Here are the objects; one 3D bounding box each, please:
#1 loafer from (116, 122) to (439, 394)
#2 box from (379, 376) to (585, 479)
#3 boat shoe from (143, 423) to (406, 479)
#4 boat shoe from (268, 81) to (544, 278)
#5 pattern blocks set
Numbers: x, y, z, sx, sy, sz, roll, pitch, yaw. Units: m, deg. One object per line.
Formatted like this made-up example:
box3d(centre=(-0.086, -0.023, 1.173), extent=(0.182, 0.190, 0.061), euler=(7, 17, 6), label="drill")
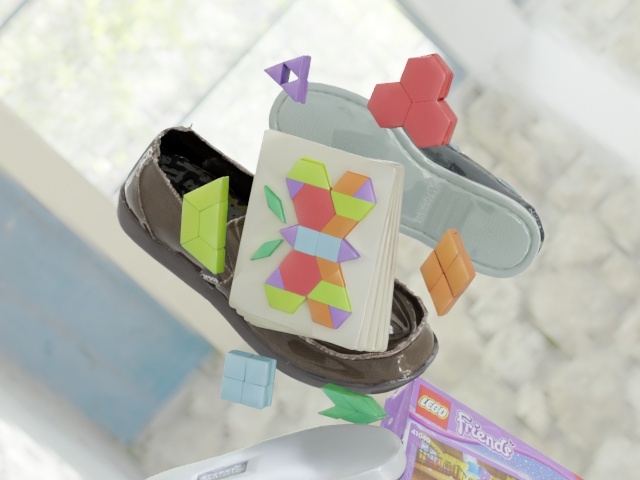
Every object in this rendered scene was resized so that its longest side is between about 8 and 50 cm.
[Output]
box3d(centre=(-0.048, 0.015, 1.862), extent=(0.366, 0.134, 0.130), euler=(31, -37, 17), label="loafer")
box3d(centre=(0.178, 0.287, 1.922), extent=(0.293, 0.057, 0.201), euler=(33, 42, -16), label="box")
box3d(centre=(-0.043, 0.233, 1.692), extent=(0.096, 0.268, 0.088), euler=(-77, 147, -63), label="boat shoe")
box3d(centre=(0.085, -0.062, 1.963), extent=(0.302, 0.114, 0.091), euler=(36, 14, 1), label="boat shoe")
box3d(centre=(0.000, 0.000, 1.714), extent=(0.285, 0.324, 0.026), euler=(1, 7, 28), label="pattern blocks set")
